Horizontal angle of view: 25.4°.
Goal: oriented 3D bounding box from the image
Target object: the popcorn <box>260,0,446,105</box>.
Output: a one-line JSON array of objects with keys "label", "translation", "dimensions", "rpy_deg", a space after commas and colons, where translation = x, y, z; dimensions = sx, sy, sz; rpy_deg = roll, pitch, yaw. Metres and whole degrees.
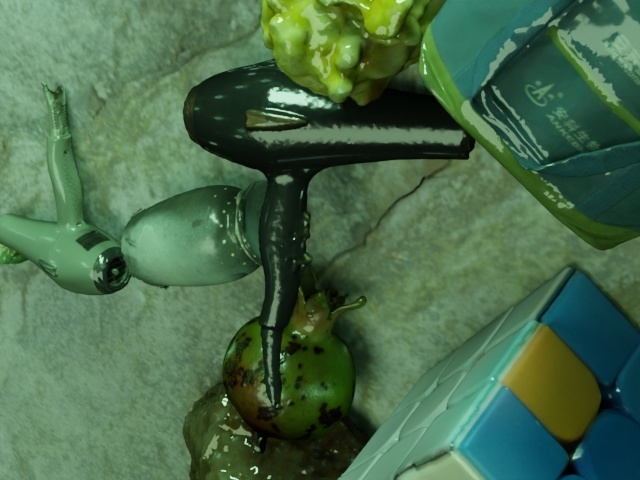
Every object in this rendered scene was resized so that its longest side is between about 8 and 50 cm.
[{"label": "popcorn", "translation": [0.038, -0.211, 1.228], "dimensions": [0.185, 0.187, 0.167], "rpy_deg": [-6, 140, 44]}]

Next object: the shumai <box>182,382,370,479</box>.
[{"label": "shumai", "translation": [-0.079, 0.329, 1.710], "dimensions": [0.314, 0.262, 0.267], "rpy_deg": [4, 126, 34]}]

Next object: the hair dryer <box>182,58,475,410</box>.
[{"label": "hair dryer", "translation": [0.000, 0.000, 1.417], "dimensions": [0.304, 0.120, 0.359], "rpy_deg": [8, 100, 20]}]

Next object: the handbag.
[{"label": "handbag", "translation": [0.243, -0.158, 1.086], "dimensions": [0.263, 0.222, 0.241], "rpy_deg": [46, 134, 1]}]

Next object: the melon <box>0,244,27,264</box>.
[{"label": "melon", "translation": [-0.485, -0.034, 1.910], "dimensions": [0.262, 0.053, 0.114], "rpy_deg": [26, 117, 14]}]

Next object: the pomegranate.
[{"label": "pomegranate", "translation": [-0.027, 0.132, 1.593], "dimensions": [0.156, 0.156, 0.220], "rpy_deg": [32, 133, 14]}]

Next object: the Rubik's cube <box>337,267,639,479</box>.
[{"label": "Rubik's cube", "translation": [0.208, 0.260, 1.401], "dimensions": [0.291, 0.290, 0.291], "rpy_deg": [45, 139, -3]}]

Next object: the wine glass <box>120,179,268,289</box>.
[{"label": "wine glass", "translation": [-0.124, -0.005, 1.581], "dimensions": [0.204, 0.111, 0.111], "rpy_deg": [-13, 114, 40]}]

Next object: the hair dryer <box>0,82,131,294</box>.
[{"label": "hair dryer", "translation": [-0.345, -0.058, 1.763], "dimensions": [0.229, 0.092, 0.267], "rpy_deg": [-4, 106, 47]}]
